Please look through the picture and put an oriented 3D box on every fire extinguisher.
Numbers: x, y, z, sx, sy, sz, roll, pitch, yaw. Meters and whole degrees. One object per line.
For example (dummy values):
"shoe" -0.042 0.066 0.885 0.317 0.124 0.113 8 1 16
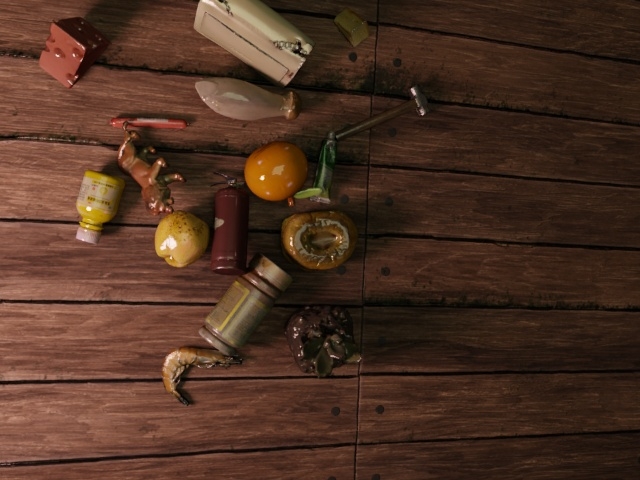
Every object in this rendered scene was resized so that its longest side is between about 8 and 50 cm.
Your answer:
"fire extinguisher" -0.296 -0.061 1.897 0.136 0.114 0.337 1 74 1

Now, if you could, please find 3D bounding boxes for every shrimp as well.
"shrimp" -0.389 0.449 1.948 0.262 0.051 0.198 4 98 -12

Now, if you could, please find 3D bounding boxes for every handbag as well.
"handbag" -0.206 -0.660 1.862 0.359 0.237 0.160 32 85 -14

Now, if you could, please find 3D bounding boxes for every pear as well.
"pear" -0.436 -0.003 1.856 0.178 0.178 0.178 0 92 -15

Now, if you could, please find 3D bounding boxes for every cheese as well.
"cheese" -0.748 -0.552 1.767 0.128 0.203 0.177 37 111 -15

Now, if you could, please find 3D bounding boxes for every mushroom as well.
"mushroom" -0.233 -0.456 1.921 0.350 0.128 0.128 3 91 -18

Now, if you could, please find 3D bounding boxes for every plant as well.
"plant" 0.009 0.322 1.913 0.215 0.312 0.213 -15 92 -11

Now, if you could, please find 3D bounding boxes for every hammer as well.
"hammer" 0.213 -0.435 2.084 0.365 0.043 0.111 -25 98 -12

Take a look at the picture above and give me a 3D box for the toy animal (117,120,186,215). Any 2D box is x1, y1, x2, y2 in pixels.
"toy animal" -0.543 -0.208 1.835 0.312 0.097 0.157 43 85 12

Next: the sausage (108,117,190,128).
"sausage" -0.543 -0.375 1.884 0.253 0.034 0.034 -1 92 -15

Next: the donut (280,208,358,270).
"donut" 0.000 0.000 1.994 0.262 0.128 0.208 -12 95 -13

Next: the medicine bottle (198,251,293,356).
"medicine bottle" -0.243 0.208 1.921 0.151 0.151 0.322 39 82 -13

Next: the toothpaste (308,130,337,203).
"toothpaste" 0.018 -0.252 2.034 0.078 0.047 0.247 10 91 -13

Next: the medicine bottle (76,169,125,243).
"medicine bottle" -0.684 -0.100 1.808 0.122 0.122 0.212 16 88 -15

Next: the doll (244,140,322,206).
"doll" -0.127 -0.201 1.925 0.213 0.213 0.236 -35 114 -11

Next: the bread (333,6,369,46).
"bread" 0.102 -0.741 2.056 0.084 0.080 0.109 -43 66 -10
